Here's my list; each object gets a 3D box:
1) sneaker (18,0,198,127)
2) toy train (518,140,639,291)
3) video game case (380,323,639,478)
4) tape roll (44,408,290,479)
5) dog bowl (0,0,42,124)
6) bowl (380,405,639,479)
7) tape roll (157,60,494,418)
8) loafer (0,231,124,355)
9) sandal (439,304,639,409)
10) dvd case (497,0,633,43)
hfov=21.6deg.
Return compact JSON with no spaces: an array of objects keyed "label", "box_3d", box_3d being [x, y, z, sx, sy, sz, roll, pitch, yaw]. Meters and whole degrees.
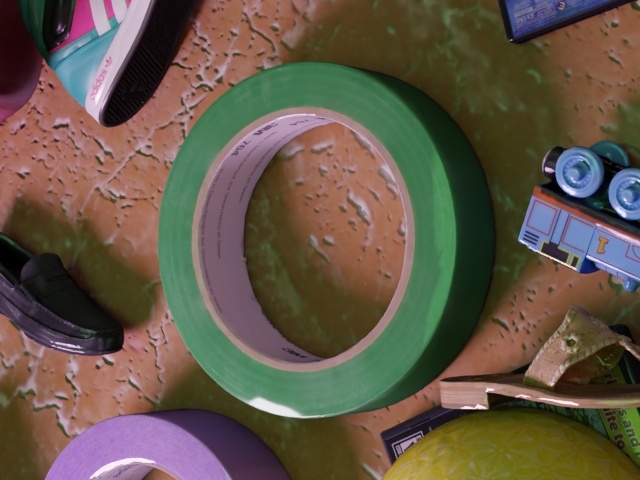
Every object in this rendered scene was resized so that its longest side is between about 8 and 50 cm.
[{"label":"sneaker","box_3d":[-0.196,-0.279,1.636,0.178,0.124,0.295,39,110,17]},{"label":"toy train","box_3d":[0.255,-0.012,1.364,0.184,0.080,0.105,26,112,28]},{"label":"video game case","box_3d":[0.200,0.244,1.415,0.248,0.035,0.275,-29,73,29]},{"label":"tape roll","box_3d":[-0.147,0.301,1.604,0.275,0.090,0.274,-1,88,32]},{"label":"dog bowl","box_3d":[-0.411,-0.266,1.624,0.150,0.408,0.408,-16,80,14]},{"label":"bowl","box_3d":[0.129,0.281,1.347,0.289,0.156,0.289,-1,88,34]},{"label":"tape roll","box_3d":[0.000,0.000,1.524,0.321,0.077,0.321,-1,89,32]},{"label":"loafer","box_3d":[-0.284,0.052,1.705,0.223,0.076,0.078,26,111,34]},{"label":"sandal","box_3d":[0.196,0.092,1.351,0.240,0.088,0.079,-6,90,38]},{"label":"dvd case","box_3d":[0.211,-0.314,1.428,0.180,0.022,0.253,-18,79,32]}]
